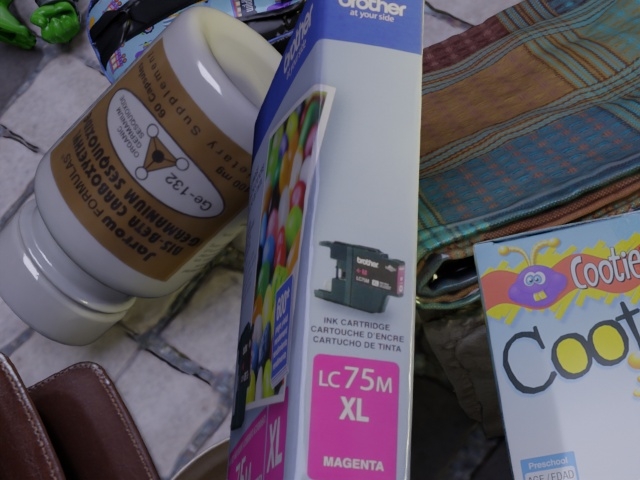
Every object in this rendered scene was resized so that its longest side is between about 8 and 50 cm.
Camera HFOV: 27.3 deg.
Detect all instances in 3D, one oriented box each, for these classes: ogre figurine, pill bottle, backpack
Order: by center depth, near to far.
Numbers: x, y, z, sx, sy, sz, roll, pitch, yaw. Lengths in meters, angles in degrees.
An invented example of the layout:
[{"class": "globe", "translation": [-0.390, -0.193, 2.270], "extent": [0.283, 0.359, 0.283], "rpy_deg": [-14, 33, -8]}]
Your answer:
[{"class": "pill bottle", "translation": [-0.116, -0.036, 0.888], "extent": [0.229, 0.131, 0.131], "rpy_deg": [-42, 54, 22]}, {"class": "backpack", "translation": [-0.079, -0.158, 0.990], "extent": [0.173, 0.117, 0.158], "rpy_deg": [-28, 57, 0]}, {"class": "ogre figurine", "translation": [-0.288, -0.229, 1.111], "extent": [0.197, 0.097, 0.118], "rpy_deg": [4, 73, 32]}]

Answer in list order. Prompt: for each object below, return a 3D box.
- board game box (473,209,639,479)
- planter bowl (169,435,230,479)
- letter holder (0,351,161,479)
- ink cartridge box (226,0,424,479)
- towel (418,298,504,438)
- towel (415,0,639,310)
[{"class": "board game box", "translation": [0.176, 0.112, 0.659], "extent": [0.144, 0.275, 0.142], "rpy_deg": [-12, 58, 11]}, {"class": "planter bowl", "translation": [-0.015, 0.202, 0.766], "extent": [0.162, 0.109, 0.162], "rpy_deg": [-8, 60, 13]}, {"class": "letter holder", "translation": [-0.202, 0.202, 0.802], "extent": [0.214, 0.152, 0.302], "rpy_deg": [-26, 57, -1]}, {"class": "ink cartridge box", "translation": [0.000, 0.000, 0.678], "extent": [0.065, 0.186, 0.311], "rpy_deg": [10, 68, -10]}, {"class": "towel", "translation": [0.204, 0.041, 0.746], "extent": [0.282, 0.187, 0.049], "rpy_deg": [-13, 62, 9]}, {"class": "towel", "translation": [0.131, -0.087, 0.812], "extent": [0.271, 0.040, 0.370], "rpy_deg": [-25, 22, 1]}]
